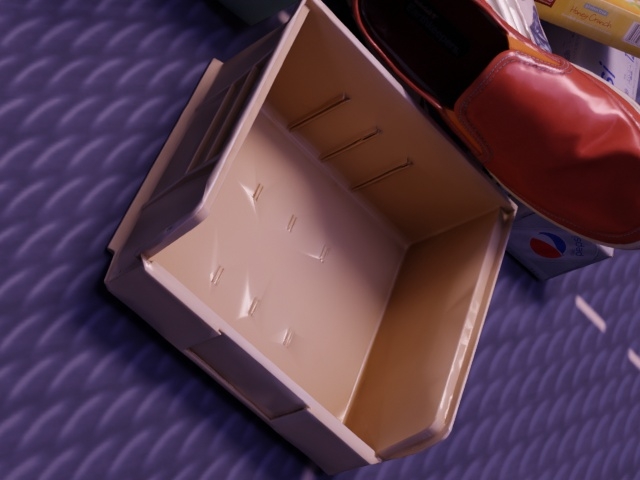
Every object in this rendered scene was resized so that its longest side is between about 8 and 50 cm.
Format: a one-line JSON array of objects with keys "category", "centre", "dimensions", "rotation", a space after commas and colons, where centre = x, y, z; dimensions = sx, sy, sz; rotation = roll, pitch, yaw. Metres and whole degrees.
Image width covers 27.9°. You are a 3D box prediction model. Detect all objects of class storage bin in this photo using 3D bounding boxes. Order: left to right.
[{"category": "storage bin", "centre": [0.000, 0.000, 0.993], "dimensions": [0.262, 0.123, 0.260], "rotation": [43, 46, -24]}]

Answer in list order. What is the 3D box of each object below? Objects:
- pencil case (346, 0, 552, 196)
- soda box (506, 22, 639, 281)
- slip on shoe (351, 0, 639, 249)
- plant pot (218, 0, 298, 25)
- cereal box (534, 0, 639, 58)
[{"category": "pencil case", "centre": [0.109, -0.236, 1.163], "dimensions": [0.160, 0.183, 0.410], "rotation": [-23, 89, -37]}, {"category": "soda box", "centre": [0.251, -0.105, 1.316], "dimensions": [0.098, 0.091, 0.286], "rotation": [38, 49, -27]}, {"category": "slip on shoe", "centre": [0.148, -0.112, 1.022], "dimensions": [0.331, 0.123, 0.101], "rotation": [44, 21, 10]}, {"category": "plant pot", "centre": [-0.056, -0.312, 1.053], "dimensions": [0.234, 0.165, 0.166], "rotation": [59, 42, -14]}, {"category": "cereal box", "centre": [0.251, -0.286, 1.331], "dimensions": [0.173, 0.047, 0.240], "rotation": [18, 34, -17]}]
